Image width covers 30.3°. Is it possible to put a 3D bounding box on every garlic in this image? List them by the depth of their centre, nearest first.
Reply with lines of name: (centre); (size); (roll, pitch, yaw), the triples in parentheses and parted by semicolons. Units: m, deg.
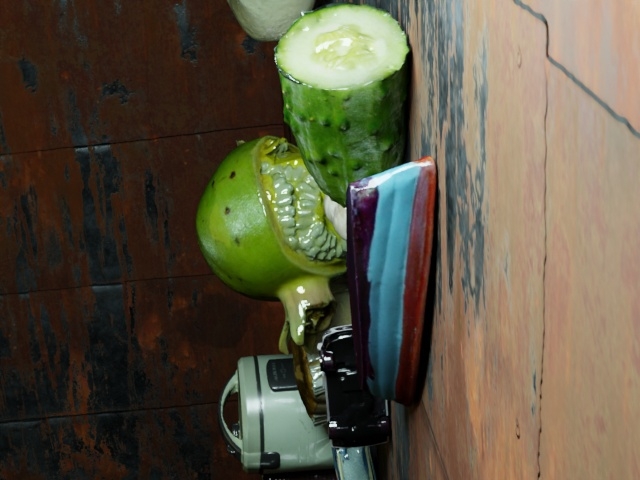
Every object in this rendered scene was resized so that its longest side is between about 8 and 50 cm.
garlic: (0.041, -0.051, 1.424); (0.113, 0.074, 0.094); (-76, -22, -51)

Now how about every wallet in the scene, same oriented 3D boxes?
wallet: (0.055, 0.365, 1.866); (0.202, 0.059, 0.141); (-177, 75, -88)

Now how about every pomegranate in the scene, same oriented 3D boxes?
pomegranate: (-0.056, 0.002, 1.765); (0.260, 0.260, 0.340); (95, 166, -69)

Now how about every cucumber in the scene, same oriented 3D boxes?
cucumber: (0.032, -0.110, 1.202); (0.244, 0.134, 0.134); (83, 179, -46)

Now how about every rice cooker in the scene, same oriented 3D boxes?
rice cooker: (-0.062, 0.304, 2.122); (0.226, 0.244, 0.226); (175, 90, -87)

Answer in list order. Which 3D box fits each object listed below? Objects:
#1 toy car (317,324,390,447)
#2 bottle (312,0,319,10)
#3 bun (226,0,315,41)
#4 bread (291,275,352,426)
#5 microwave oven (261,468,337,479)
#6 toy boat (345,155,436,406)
toy car: (0.044, 0.176, 1.563); (0.108, 0.089, 0.209); (-92, -3, -51)
bottle: (-0.010, -0.403, 1.916); (0.063, 0.047, 0.101); (63, 174, -8)
bun: (-0.081, -0.448, 1.818); (0.273, 0.168, 0.273); (-178, 90, -73)
bread: (0.009, 0.180, 1.915); (0.192, 0.110, 0.209); (89, 174, -61)
microwave oven: (-0.018, 0.519, 2.240); (0.247, 0.178, 0.188); (93, 173, -68)
toy boat: (0.070, 0.047, 1.192); (0.392, 0.079, 0.136); (86, 175, -55)
